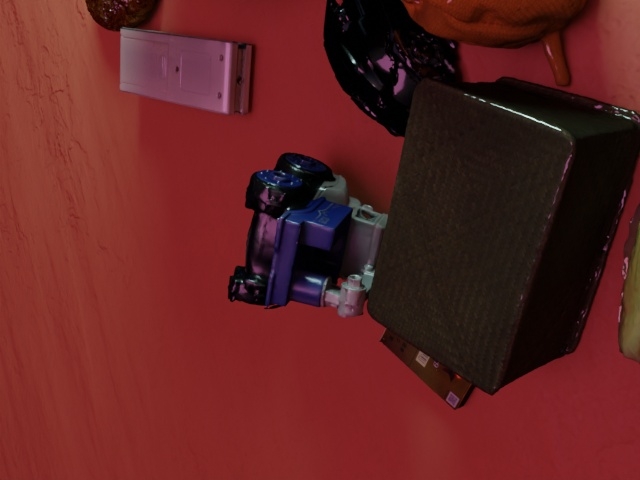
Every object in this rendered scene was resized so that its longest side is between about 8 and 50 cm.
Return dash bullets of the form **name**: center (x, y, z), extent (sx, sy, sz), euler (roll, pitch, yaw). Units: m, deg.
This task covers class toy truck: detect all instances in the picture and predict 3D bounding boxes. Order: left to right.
- **toy truck**: center (0.000, 0.000, 0.904), extent (0.177, 0.213, 0.161), euler (15, 111, 12)

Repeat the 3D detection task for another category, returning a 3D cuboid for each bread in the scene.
- **bread**: center (-0.330, -0.432, 1.241), extent (0.193, 0.064, 0.193), euler (6, 99, 44)

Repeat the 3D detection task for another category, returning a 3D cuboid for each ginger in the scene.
- **ginger**: center (0.330, 0.019, 0.667), extent (0.123, 0.115, 0.193), euler (5, 94, 23)

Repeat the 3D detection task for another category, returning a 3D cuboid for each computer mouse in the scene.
- **computer mouse**: center (0.071, -0.211, 0.878), extent (0.241, 0.078, 0.146), euler (56, 129, 21)

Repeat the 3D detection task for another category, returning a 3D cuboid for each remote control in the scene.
- **remote control**: center (-0.211, -0.263, 1.162), extent (0.277, 0.056, 0.102), euler (19, 112, 40)

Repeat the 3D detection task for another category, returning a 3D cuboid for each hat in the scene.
- **hat**: center (0.170, -0.242, 0.747), extent (0.233, 0.233, 0.244), euler (52, 148, -10)

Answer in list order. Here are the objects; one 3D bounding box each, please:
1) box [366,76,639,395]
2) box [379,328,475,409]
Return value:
- **box**: center (0.179, -0.014, 0.764), extent (0.184, 0.143, 0.273), euler (29, 119, 38)
- **box**: center (0.137, 0.127, 0.917), extent (0.133, 0.023, 0.090), euler (41, 126, 32)
